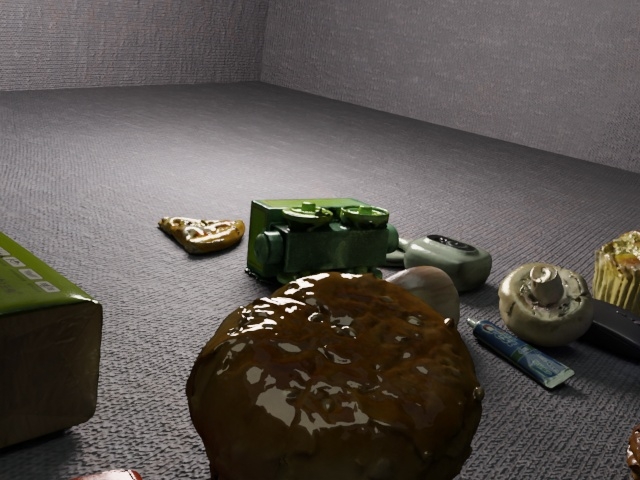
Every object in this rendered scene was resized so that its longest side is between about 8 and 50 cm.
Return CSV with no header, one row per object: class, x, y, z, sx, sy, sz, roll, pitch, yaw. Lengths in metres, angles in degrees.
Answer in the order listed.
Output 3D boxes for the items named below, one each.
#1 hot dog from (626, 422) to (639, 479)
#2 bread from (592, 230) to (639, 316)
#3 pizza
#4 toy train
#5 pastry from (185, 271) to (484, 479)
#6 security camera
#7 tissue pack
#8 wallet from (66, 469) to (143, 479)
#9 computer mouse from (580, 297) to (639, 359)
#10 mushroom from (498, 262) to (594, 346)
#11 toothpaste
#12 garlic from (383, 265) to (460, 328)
hot dog,0.446,0.271,0.837,0.227,0.099,0.160,13,19,9
bread,0.643,0.064,1.496,0.250,0.133,0.179,-9,30,-41
pizza,-0.234,-0.024,1.489,0.176,0.036,0.185,20,21,30
toy train,0.000,0.000,1.347,0.272,0.159,0.188,-3,16,-30
pastry,0.012,0.173,0.785,0.284,0.184,0.316,27,35,23
security camera,0.185,0.019,1.504,0.302,0.080,0.157,20,22,37
tissue pack,-0.400,0.099,0.842,0.275,0.167,0.200,23,22,40
wallet,-0.175,0.271,0.629,0.142,0.045,0.204,-5,23,-36
computer mouse,0.477,0.138,1.309,0.232,0.057,0.120,23,23,36
mushroom,0.367,0.098,1.244,0.154,0.122,0.154,-8,40,7
toothpaste,0.297,0.167,1.178,0.057,0.034,0.197,-21,33,-28
garlic,0.164,0.108,1.197,0.207,0.128,0.115,-1,44,-48
